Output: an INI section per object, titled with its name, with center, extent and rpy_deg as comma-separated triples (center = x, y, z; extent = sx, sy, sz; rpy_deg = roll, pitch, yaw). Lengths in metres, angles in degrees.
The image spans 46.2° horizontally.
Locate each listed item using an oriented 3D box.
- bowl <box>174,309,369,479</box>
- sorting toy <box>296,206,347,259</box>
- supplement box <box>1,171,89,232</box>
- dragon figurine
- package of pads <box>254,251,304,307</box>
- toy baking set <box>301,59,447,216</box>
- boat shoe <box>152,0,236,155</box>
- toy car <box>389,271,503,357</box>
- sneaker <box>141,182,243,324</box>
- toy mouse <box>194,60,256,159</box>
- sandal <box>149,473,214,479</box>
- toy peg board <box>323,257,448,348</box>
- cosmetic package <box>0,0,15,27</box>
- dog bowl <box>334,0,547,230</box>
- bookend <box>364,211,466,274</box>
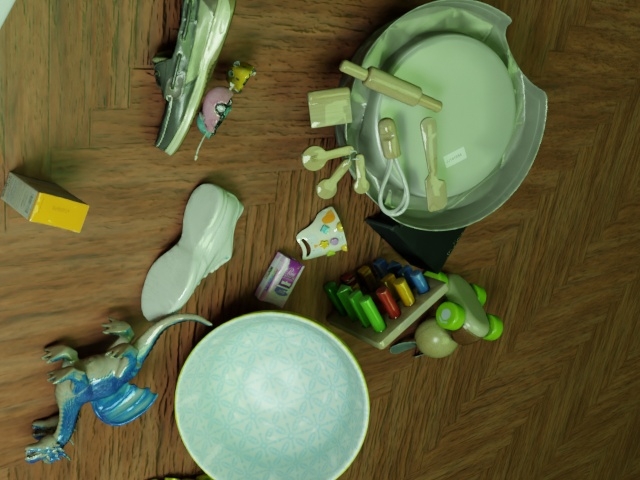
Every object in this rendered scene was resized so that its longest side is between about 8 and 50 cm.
[bowl]
center = -0.067, 0.236, 1.173
extent = 0.156, 0.290, 0.289
rpy_deg = -54, 166, -82
[sorting toy]
center = 0.000, 0.000, 1.220
extent = 0.075, 0.045, 0.083
rpy_deg = -22, 127, -8
[supplement box]
center = -0.320, -0.045, 0.868
extent = 0.062, 0.098, 0.036
rpy_deg = 17, 96, -43
[dragon figurine]
center = -0.279, 0.190, 1.018
extent = 0.289, 0.085, 0.144
rpy_deg = -26, 130, -16
[package of pads]
center = -0.064, 0.064, 1.195
extent = 0.050, 0.032, 0.083
rpy_deg = 27, 93, -48
[toy baking set]
center = 0.086, -0.138, 1.071
extent = 0.256, 0.030, 0.196
rpy_deg = 14, 106, -20
[boat shoe]
center = -0.172, -0.216, 0.932
extent = 0.074, 0.080, 0.223
rpy_deg = 19, 113, -16
[toy car]
center = 0.227, 0.168, 1.465
extent = 0.155, 0.148, 0.188
rpy_deg = 19, 127, -41
[sneaker]
center = -0.170, 0.029, 1.061
extent = 0.212, 0.080, 0.094
rpy_deg = -61, 147, 0
[toy mouse]
center = -0.134, -0.171, 0.963
extent = 0.031, 0.161, 0.143
rpy_deg = 33, 94, -8
[sandal]
center = -0.155, 0.440, 1.239
extent = 0.318, 0.138, 0.126
rpy_deg = -13, 117, -38
[toy peg board]
center = 0.099, 0.084, 1.267
extent = 0.161, 0.161, 0.079
rpy_deg = -39, 117, -19
[cosmetic package]
center = -0.349, -0.288, 0.730
extent = 0.117, 0.085, 0.231
rpy_deg = 29, 93, -45
[dog bowl]
center = 0.179, -0.193, 1.164
extent = 0.349, 0.102, 0.348
rpy_deg = -7, 109, -20
[bookend]
center = 0.183, -0.049, 1.322
extent = 0.157, 0.072, 0.156
rpy_deg = 40, 77, -39
